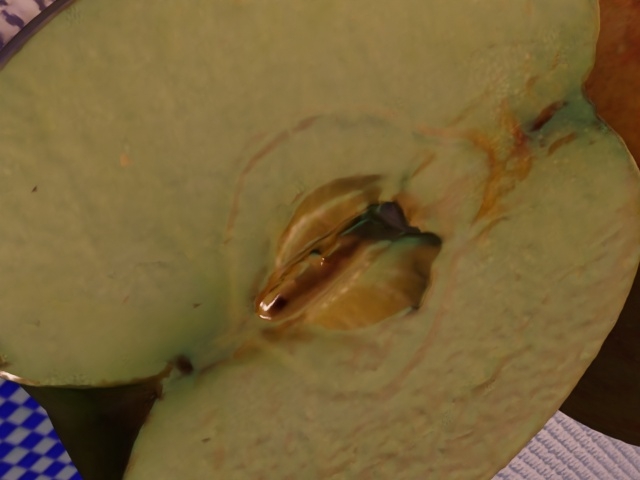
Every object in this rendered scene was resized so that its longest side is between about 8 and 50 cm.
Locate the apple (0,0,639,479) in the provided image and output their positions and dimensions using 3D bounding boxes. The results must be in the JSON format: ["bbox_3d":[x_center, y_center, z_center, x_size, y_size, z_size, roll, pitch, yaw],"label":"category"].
[{"bbox_3d":[0.000,0.000,0.662,0.360,0.311,0.320,-34,166,-9],"label":"apple"}]

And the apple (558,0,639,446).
[{"bbox_3d":[0.296,-0.026,0.880,0.400,0.333,0.400,-18,140,-16],"label":"apple"}]
